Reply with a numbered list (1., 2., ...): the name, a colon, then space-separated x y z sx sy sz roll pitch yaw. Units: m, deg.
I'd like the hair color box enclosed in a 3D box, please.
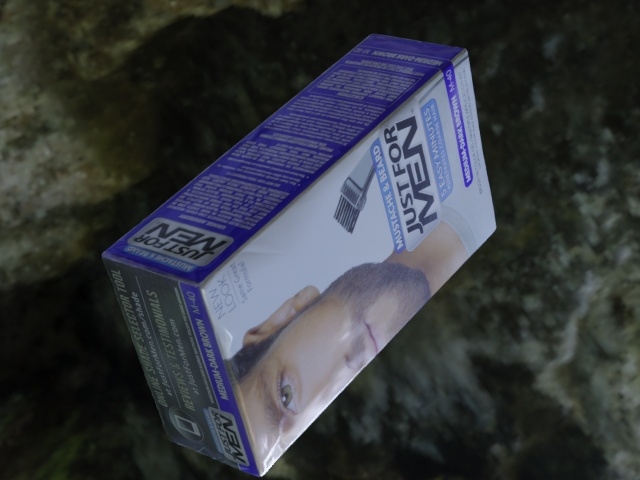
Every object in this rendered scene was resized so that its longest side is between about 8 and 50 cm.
1. hair color box: 0.000 0.000 1.108 0.110 0.339 0.185 16 -45 37
